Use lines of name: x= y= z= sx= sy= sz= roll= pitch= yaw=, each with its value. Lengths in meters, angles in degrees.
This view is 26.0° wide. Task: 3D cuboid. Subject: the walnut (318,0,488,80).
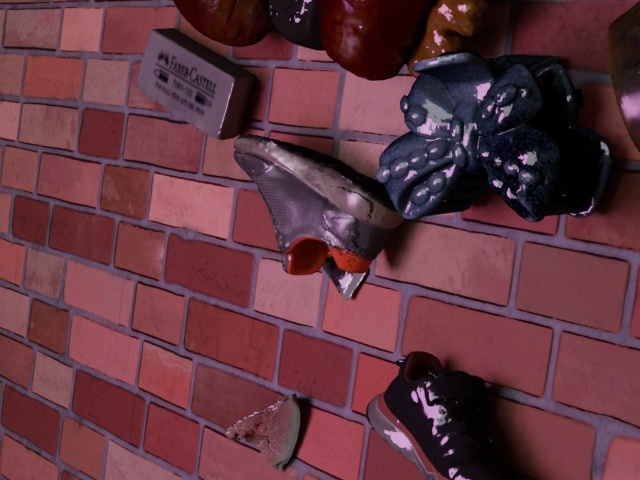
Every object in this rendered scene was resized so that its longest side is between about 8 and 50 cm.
walnut: x=0.127 y=-0.329 z=1.790 sx=0.244 sy=0.222 sz=0.269 roll=36 pitch=132 yaw=31

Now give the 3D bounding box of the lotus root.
lotus root: x=0.388 y=-0.181 z=1.485 sx=0.119 sy=0.138 sz=0.235 roll=-23 pitch=62 yaw=39

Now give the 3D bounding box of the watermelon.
watermelon: x=-0.073 y=0.286 z=2.096 sx=0.155 sy=0.080 sz=0.101 roll=-42 pitch=62 yaw=24

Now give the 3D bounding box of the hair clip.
hair clip: x=0.209 y=-0.129 z=1.683 sx=0.310 sy=0.194 sz=0.206 roll=4 pitch=101 yaw=52

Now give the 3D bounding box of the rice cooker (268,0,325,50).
rice cooker: x=-0.004 y=-0.381 z=2.029 sx=0.142 sy=0.118 sz=0.203 roll=21 pitch=107 yaw=52

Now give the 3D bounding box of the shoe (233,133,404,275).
shoe: x=-0.020 y=-0.037 z=1.995 sx=0.336 sy=0.132 sz=0.171 roll=29 pitch=103 yaw=45

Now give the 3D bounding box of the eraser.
eraser: x=-0.215 y=-0.267 z=2.336 sx=0.352 sy=0.077 sz=0.111 roll=35 pitch=115 yaw=50

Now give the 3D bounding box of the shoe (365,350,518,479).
shoe: x=0.172 y=0.232 z=1.740 sx=0.291 sy=0.114 sz=0.137 roll=40 pitch=113 yaw=52

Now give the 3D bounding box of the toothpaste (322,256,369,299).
toothpaste: x=0.000 y=0.000 z=2.052 sx=0.216 sy=0.037 sz=0.062 roll=51 pitch=121 yaw=37

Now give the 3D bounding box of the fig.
fig: x=-0.138 y=-0.435 z=2.112 sx=0.290 sy=0.191 sz=0.190 roll=89 pitch=158 yaw=-51
